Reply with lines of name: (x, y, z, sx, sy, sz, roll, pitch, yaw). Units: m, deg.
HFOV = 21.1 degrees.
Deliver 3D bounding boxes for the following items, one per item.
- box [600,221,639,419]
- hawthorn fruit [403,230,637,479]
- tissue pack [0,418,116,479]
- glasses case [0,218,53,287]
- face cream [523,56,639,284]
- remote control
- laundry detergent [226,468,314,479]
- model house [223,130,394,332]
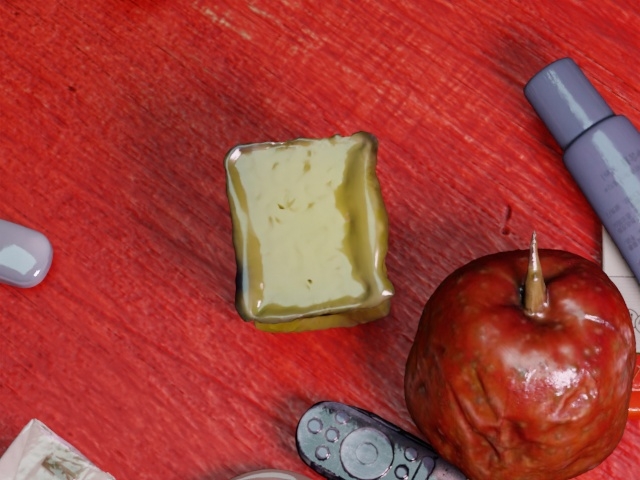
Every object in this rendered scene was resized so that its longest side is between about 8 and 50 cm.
box: (0.379, 0.078, 1.908, 0.139, 0.035, 0.245, 0, 71, 4)
hawthorn fruit: (0.211, 0.133, 1.785, 0.258, 0.262, 0.258, 1, 80, -8)
tissue pack: (-0.287, 0.310, 1.770, 0.124, 0.225, 0.185, 34, 76, 14)
glasses case: (-0.395, 0.004, 1.980, 0.178, 0.045, 0.067, 16, 72, 10)
face cream: (0.357, -0.034, 1.892, 0.135, 0.086, 0.385, -32, 74, -5)
remote control: (0.095, 0.258, 1.856, 0.265, 0.066, 0.090, 28, 82, 8)
laundry detergent: (-0.029, 0.319, 1.829, 0.237, 0.076, 0.171, -19, 70, -4)
model house: (0.000, 0.000, 1.864, 0.174, 0.234, 0.193, -9, 80, 8)
